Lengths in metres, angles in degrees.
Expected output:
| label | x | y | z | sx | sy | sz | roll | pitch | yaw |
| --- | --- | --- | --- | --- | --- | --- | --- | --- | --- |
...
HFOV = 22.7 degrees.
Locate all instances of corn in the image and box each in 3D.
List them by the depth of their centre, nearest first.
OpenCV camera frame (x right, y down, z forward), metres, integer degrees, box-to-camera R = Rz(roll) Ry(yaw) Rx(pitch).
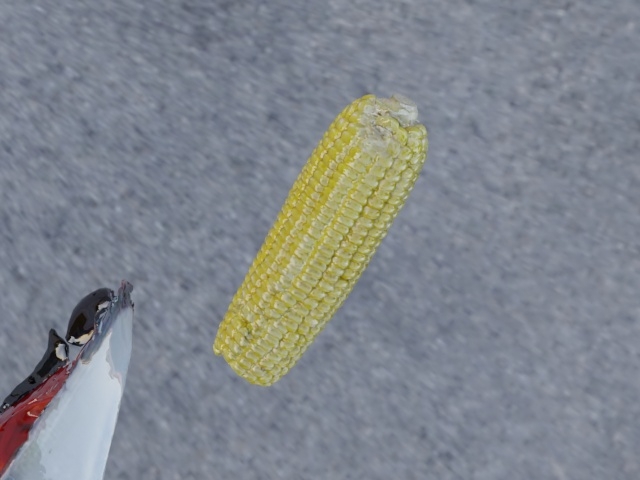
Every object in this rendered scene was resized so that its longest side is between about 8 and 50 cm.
| label | x | y | z | sx | sy | sz | roll | pitch | yaw |
| --- | --- | --- | --- | --- | --- | --- | --- | --- | --- |
| corn | 0.000 | 0.000 | 0.978 | 0.067 | 0.067 | 0.206 | 23 | 108 | -26 |

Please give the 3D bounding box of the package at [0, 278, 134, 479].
| label | x | y | z | sx | sy | sz | roll | pitch | yaw |
| --- | --- | --- | --- | --- | --- | --- | --- | --- | --- |
| package | -0.134 | 0.135 | 0.500 | 0.071 | 0.194 | 0.269 | 36 | 120 | -23 |
